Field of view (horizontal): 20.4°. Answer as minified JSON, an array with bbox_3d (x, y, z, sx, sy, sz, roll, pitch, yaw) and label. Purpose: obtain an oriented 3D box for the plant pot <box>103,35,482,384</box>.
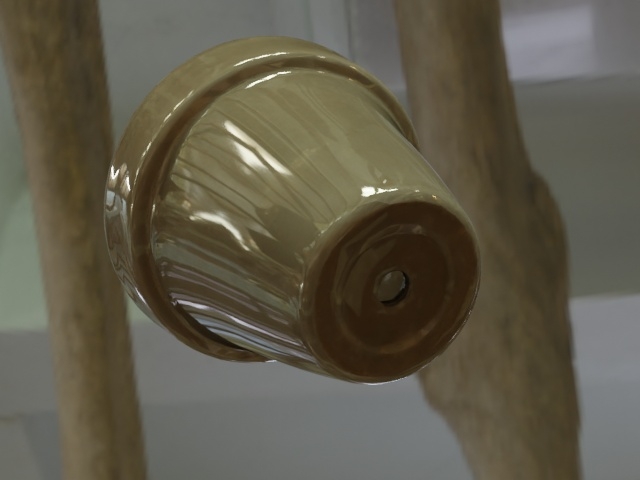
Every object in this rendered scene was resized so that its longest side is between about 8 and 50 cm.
[{"bbox_3d":[0.000,0.000,1.327,0.263,0.229,0.263,-12,-64,-26],"label":"plant pot"}]
